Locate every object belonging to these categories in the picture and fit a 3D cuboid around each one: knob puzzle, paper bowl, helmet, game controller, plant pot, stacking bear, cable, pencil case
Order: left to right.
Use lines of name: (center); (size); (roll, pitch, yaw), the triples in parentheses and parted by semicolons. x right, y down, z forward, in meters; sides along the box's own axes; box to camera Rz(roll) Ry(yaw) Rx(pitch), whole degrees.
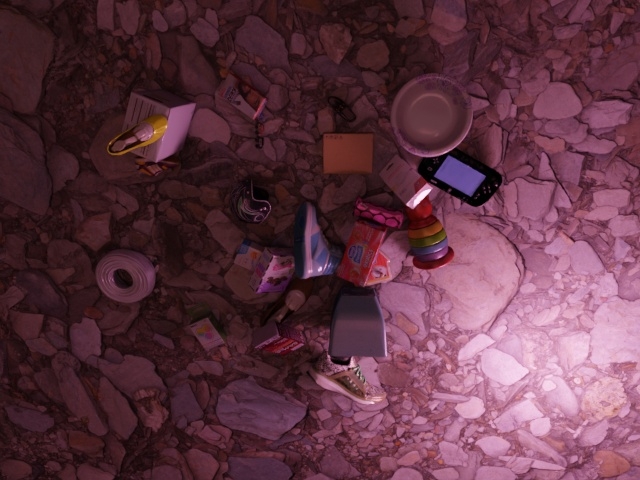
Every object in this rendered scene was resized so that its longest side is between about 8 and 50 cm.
cable: (-0.873, 0.163, 1.936); (0.257, 0.089, 0.257); (18, 112, -4)
helmet: (-0.290, -0.157, 1.738); (0.161, 0.169, 0.169); (28, 112, -25)
plant pot: (0.161, 0.338, 1.875); (0.247, 0.247, 0.252); (1, 98, 3)
knob puzzle: (0.210, 0.109, 1.884); (0.213, 0.030, 0.213); (1, 112, 4)
pencil case: (0.236, -0.113, 1.741); (0.209, 0.095, 0.098); (15, 156, 4)
stacking bear: (0.423, -0.042, 1.750); (0.175, 0.164, 0.289); (-19, 105, 10)
paper bowl: (0.397, -0.447, 1.569); (0.284, 0.148, 0.284); (1, 97, 9)
game controller: (0.547, -0.257, 1.699); (0.319, 0.067, 0.166); (27, 111, -7)

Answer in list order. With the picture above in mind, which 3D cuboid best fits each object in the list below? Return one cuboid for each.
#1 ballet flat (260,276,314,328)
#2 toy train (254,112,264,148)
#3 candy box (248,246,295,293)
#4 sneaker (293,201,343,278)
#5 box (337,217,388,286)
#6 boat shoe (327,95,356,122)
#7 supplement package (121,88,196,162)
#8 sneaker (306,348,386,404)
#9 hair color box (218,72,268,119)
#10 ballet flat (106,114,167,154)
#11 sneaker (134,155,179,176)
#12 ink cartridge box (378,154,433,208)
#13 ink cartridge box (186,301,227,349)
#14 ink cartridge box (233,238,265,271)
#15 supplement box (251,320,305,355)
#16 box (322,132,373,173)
ballet flat: (-0.155, 0.298, 1.929); (0.116, 0.124, 0.342); (44, 107, -11)
toy train: (-0.239, -0.440, 1.694); (0.036, 0.027, 0.158); (2, 112, 0)
candy box: (-0.195, 0.126, 1.845); (0.164, 0.070, 0.196); (3, 121, -45)
sneaker: (0.000, 0.000, 1.819); (0.208, 0.127, 0.319); (1, 92, -26)
box: (0.174, 0.044, 1.791); (0.128, 0.122, 0.257); (22, 109, 11)
boat shoe: (0.082, -0.501, 1.644); (0.133, 0.042, 0.049); (39, 111, -10)
supplement package: (-0.594, -0.431, 1.591); (0.145, 0.262, 0.204); (22, 111, -6)
sneaker: (0.148, 0.642, 2.049); (0.410, 0.158, 0.182); (24, 94, -11)
hair color box: (-0.291, -0.543, 1.627); (0.167, 0.053, 0.093); (35, 109, 1)
ballet flat: (-0.617, -0.346, 1.443); (0.230, 0.077, 0.077); (-23, 108, 12)
sneaker: (-0.660, -0.301, 1.758); (0.185, 0.070, 0.084); (6, 121, 7)
ink cartridge box: (0.330, -0.233, 1.688); (0.115, 0.198, 0.067); (-47, 144, 18)
ink cartridge box: (-0.541, 0.404, 2.027); (0.109, 0.062, 0.209); (-23, 108, 13)
ink cartridge box: (-0.272, 0.081, 1.883); (0.181, 0.061, 0.104); (24, 111, -7)
supplement box: (-0.188, 0.446, 1.947); (0.130, 0.073, 0.239); (-32, 147, 15)
box: (0.109, -0.345, 1.714); (0.201, 0.021, 0.165); (1, 112, 3)
